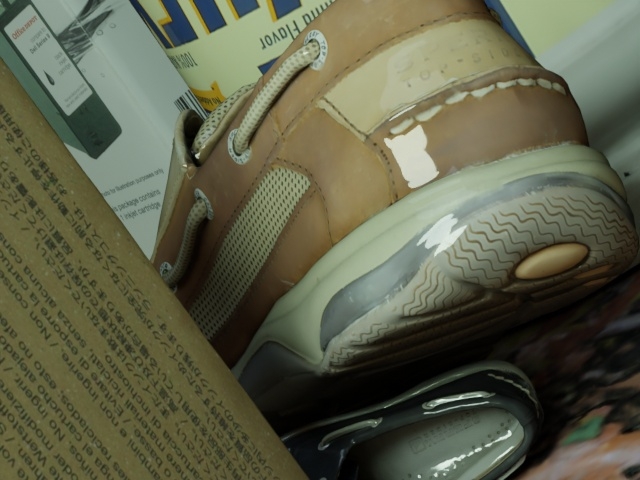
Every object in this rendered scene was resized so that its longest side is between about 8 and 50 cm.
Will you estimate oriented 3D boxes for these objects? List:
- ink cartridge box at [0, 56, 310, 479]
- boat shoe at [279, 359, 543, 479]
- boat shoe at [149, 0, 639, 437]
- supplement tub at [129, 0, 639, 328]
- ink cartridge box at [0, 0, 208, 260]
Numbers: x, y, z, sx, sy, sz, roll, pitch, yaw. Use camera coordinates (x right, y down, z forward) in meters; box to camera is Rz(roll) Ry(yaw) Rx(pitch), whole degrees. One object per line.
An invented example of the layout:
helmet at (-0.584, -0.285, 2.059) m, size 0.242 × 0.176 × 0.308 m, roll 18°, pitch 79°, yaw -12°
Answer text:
ink cartridge box at (-0.091, 0.081, 0.478) m, size 0.088 × 0.235 × 0.193 m, roll -28°, pitch 14°, yaw 28°
boat shoe at (0.016, 0.081, 0.643) m, size 0.125 × 0.046 × 0.038 m, roll -24°, pitch 9°, yaw 8°
boat shoe at (0.000, 0.000, 0.681) m, size 0.123 × 0.116 × 0.324 m, roll -15°, pitch -12°, yaw -28°
supplement tub at (0.029, -0.145, 0.788) m, size 0.235 × 0.325 × 0.235 m, roll -33°, pitch 13°, yaw 8°
ink cartridge box at (-0.093, -0.145, 1.181) m, size 0.121 × 0.289 × 0.211 m, roll -19°, pitch 20°, yaw 50°
